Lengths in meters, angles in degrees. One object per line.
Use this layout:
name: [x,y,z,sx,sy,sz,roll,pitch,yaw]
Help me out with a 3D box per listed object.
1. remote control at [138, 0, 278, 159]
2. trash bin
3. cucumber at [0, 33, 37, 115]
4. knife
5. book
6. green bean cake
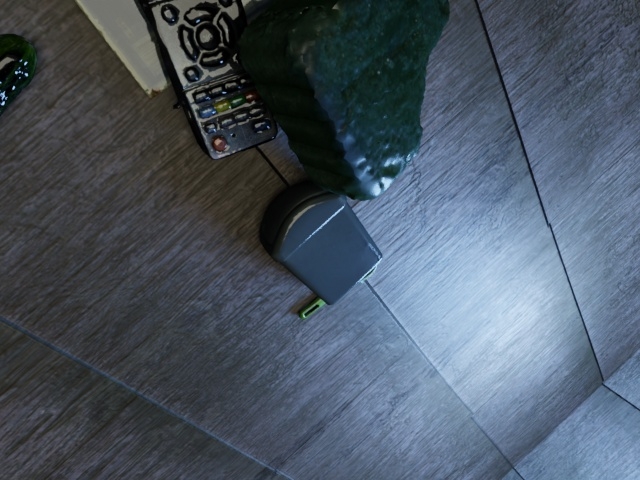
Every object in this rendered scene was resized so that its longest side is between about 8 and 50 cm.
remote control: [-0.177,-0.310,0.573,0.145,0.062,0.398,-24,124,-14]
trash bin: [0.000,0.000,0.809,0.177,0.101,0.236,-44,126,-3]
cucumber: [-0.453,-0.167,0.525,0.241,0.074,0.074,-49,124,-1]
knife: [0.042,0.112,0.932,0.212,0.015,0.054,-36,132,-7]
book: [-0.181,-0.387,0.582,0.323,0.018,0.228,-36,125,-6]
green bean cake: [0.063,-0.259,0.646,0.300,0.169,0.307,-48,135,-16]
